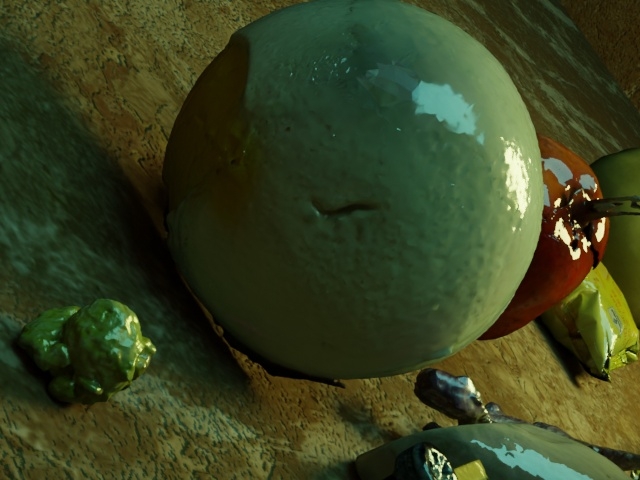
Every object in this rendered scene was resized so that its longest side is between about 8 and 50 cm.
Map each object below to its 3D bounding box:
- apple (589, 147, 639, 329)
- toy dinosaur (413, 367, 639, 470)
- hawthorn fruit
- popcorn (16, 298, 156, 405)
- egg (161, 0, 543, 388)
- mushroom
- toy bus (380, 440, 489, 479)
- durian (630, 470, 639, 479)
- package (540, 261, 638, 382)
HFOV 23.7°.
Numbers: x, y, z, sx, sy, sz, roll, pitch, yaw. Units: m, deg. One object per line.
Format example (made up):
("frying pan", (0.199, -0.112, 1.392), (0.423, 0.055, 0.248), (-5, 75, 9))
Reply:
("apple", (0.450, -0.006, 2.099), (0.262, 0.262, 0.262), (43, 21, -20))
("toy dinosaur", (0.197, 0.186, 1.319), (0.251, 0.072, 0.200), (29, -22, 14))
("hawthorn fruit", (0.190, -0.017, 1.500), (0.211, 0.299, 0.211), (20, 63, -45))
("popcorn", (-0.145, 0.065, 0.952), (0.083, 0.068, 0.059), (16, 14, -2))
("egg", (0.038, -0.068, 1.166), (0.337, 0.337, 0.201), (55, -21, 14))
("mushroom", (0.196, 0.225, 1.211), (0.350, 0.128, 0.128), (24, 21, 1))
("toy bus", (0.022, 0.213, 0.961), (0.123, 0.121, 0.335), (62, 21, 12))
("durian", (0.340, 0.277, 1.488), (0.208, 0.146, 0.102), (36, 35, -48))
("package", (0.318, 0.071, 1.898), (0.226, 0.090, 0.168), (57, 22, 12))
